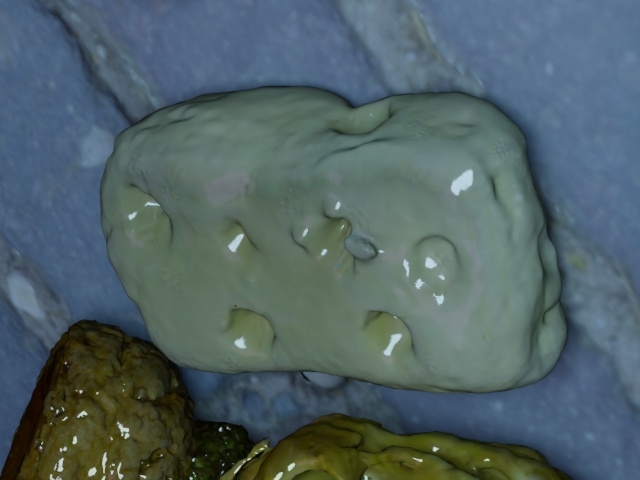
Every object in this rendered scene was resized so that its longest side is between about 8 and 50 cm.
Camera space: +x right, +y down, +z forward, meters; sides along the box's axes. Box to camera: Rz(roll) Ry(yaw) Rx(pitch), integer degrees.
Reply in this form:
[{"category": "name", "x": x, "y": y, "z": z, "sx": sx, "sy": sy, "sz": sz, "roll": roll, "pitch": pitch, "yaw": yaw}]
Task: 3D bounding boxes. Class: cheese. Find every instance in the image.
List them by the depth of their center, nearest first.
[{"category": "cheese", "x": -0.001, "y": 0.001, "z": 0.926, "sx": 0.263, "sy": 0.093, "sz": 0.159, "roll": 4, "pitch": 116, "yaw": 33}]

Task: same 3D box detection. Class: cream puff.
[{"category": "cream puff", "x": -0.108, "y": 0.156, "z": 1.059, "sx": 0.169, "sy": 0.183, "sz": 0.183, "roll": 21, "pitch": 131, "yaw": -11}]

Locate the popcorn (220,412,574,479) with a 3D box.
[{"category": "popcorn", "x": 0.041, "y": 0.210, "z": 0.934, "sx": 0.250, "sy": 0.190, "sz": 0.250, "roll": 3, "pitch": 101, "yaw": 17}]
